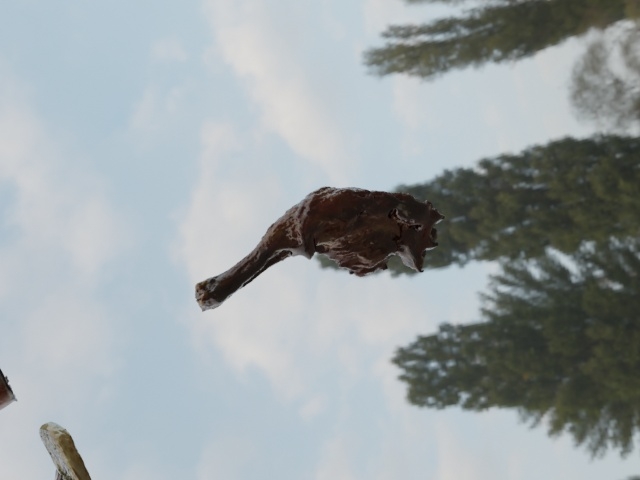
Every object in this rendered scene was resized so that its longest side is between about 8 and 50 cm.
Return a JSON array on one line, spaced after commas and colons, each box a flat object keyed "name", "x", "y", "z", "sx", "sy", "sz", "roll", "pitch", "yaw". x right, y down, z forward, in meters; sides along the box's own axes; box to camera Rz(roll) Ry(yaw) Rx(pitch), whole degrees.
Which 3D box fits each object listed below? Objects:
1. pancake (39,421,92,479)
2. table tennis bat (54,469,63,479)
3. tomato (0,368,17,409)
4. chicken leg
[{"name": "pancake", "x": -0.266, "y": 0.267, "z": 1.057, "sx": 0.028, "sy": 0.158, "sz": 0.158, "roll": -27, "pitch": -76, "yaw": -21}, {"name": "table tennis bat", "x": -0.285, "y": 0.287, "z": 1.137, "sx": 0.107, "sy": 0.119, "sz": 0.170, "roll": 41, "pitch": -170, "yaw": -17}, {"name": "tomato", "x": -0.506, "y": 0.170, "z": 1.274, "sx": 0.155, "sy": 0.214, "sz": 0.180, "roll": -30, "pitch": -89, "yaw": -20}, {"name": "chicken leg", "x": 0.000, "y": 0.000, "z": 1.399, "sx": 0.407, "sy": 0.096, "sz": 0.157, "roll": -16, "pitch": -61, "yaw": -23}]
